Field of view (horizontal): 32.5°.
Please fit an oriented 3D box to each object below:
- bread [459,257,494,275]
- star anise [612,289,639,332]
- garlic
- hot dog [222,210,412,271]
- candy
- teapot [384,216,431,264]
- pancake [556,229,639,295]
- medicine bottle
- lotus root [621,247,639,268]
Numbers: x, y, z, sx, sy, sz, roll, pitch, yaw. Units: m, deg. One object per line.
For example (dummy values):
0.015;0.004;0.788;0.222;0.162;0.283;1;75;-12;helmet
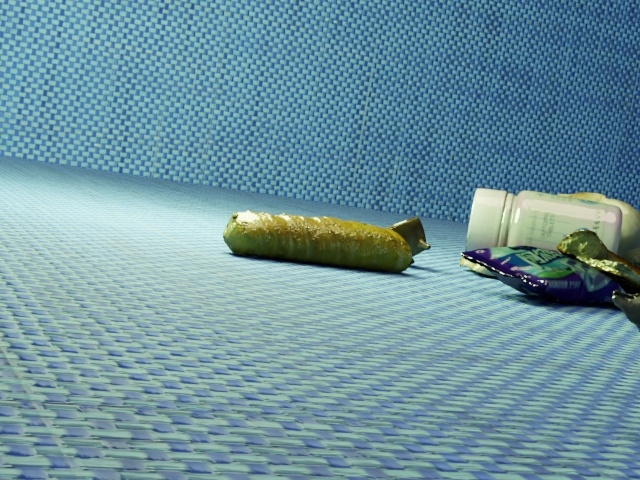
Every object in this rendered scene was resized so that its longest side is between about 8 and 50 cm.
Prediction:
0.298;0.040;1.811;0.126;0.044;0.129;8;8;-5;bread
0.475;0.101;1.317;0.172;0.063;0.208;11;-1;-40;star anise
0.496;0.012;2.063;0.230;0.178;0.143;-8;26;32;garlic
0.000;0.000;1.544;0.289;0.068;0.083;8;11;-29;hot dog
0.332;0.053;1.577;0.275;0.070;0.145;11;9;-43;candy
0.128;0.008;1.747;0.076;0.068;0.121;-23;3;-41;teapot
0.459;0.043;1.681;0.212;0.056;0.257;24;-2;4;pancake
0.387;-0.009;1.918;0.255;0.151;0.152;12;5;10;medicine bottle
0.574;0.061;1.908;0.088;0.088;0.165;8;15;-22;lotus root
